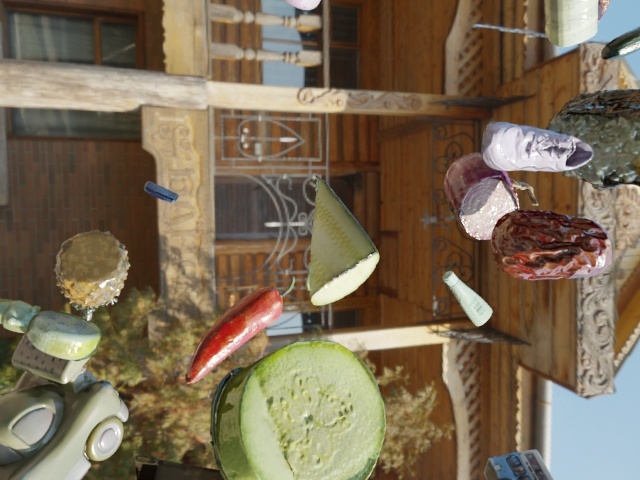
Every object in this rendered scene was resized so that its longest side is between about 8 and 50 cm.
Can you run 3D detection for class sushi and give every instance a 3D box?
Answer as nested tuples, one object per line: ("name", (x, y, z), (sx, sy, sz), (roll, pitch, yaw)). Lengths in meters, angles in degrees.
("sushi", (0.666, -0.224, 1.138), (0.350, 0.171, 0.211), (18, -39, 60))

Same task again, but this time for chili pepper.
("chili pepper", (-0.138, 0.147, 0.939), (0.071, 0.272, 0.063), (50, -28, 1))

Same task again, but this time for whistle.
("whistle", (-0.431, 0.129, 0.795), (0.104, 0.198, 0.057), (-147, -101, -80))

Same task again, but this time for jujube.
("jujube", (0.478, 0.011, 1.111), (0.155, 0.230, 0.155), (1, 90, -69))

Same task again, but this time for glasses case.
("glasses case", (-0.392, -0.115, 1.299), (0.023, 0.083, 0.033), (-58, -167, 38))

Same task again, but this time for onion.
("onion", (0.387, -0.117, 1.295), (0.200, 0.207, 0.201), (-41, -144, 39))

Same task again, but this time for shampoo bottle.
("shampoo bottle", (0.422, 0.163, 1.534), (0.191, 0.069, 0.041), (47, -6, -18))

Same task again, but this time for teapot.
("teapot", (0.406, -0.417, 0.826), (0.200, 0.107, 0.077), (59, 18, -46))

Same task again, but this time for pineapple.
("pineapple", (-0.543, 0.107, 1.270), (0.340, 0.169, 0.169), (127, -43, -57))

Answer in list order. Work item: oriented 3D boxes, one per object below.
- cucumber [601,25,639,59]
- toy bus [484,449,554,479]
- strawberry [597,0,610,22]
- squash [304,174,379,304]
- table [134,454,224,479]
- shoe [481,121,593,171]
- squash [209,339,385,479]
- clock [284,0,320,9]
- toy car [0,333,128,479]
("cucumber", (0.649, -0.418, 1.131), (0.048, 0.105, 0.048), (-23, 90, -89))
("toy bus", (0.462, 0.598, 1.107), (0.106, 0.131, 0.297), (82, -9, -45))
("strawberry", (0.599, -0.521, 1.197), (0.106, 0.106, 0.106), (178, -90, -71))
("squash", (0.000, 0.000, 1.130), (0.252, 0.169, 0.093), (55, 0, 34))
("table", (-0.185, 0.421, 0.747), (0.172, 0.193, 0.169), (115, -15, -53))
("shoe", (0.434, -0.185, 1.067), (0.137, 0.245, 0.095), (8, -86, 53))
("squash", (-0.029, 0.244, 0.682), (0.133, 0.220, 0.220), (-33, -124, 36))
("clock", (-0.132, -0.467, 0.791), (0.113, 0.295, 0.322), (-59, -143, 34))
("toy car", (-0.552, 0.371, 0.973), (0.336, 0.242, 0.226), (-56, 143, -42))
